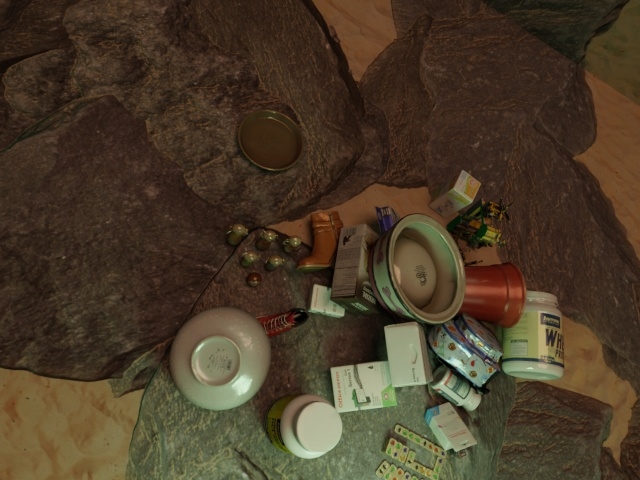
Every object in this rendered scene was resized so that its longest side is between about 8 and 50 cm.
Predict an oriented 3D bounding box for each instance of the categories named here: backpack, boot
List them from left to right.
[{"bbox_3d":[-0.167,0.293,1.703,0.244,0.176,0.088,-15,80,-22],"label":"boot"},{"bbox_3d":[0.000,0.000,1.877,0.283,0.109,0.220,-12,83,-35],"label":"boot"},{"bbox_3d":[0.538,0.400,1.845,0.263,0.276,0.213,29,100,-5],"label":"backpack"}]

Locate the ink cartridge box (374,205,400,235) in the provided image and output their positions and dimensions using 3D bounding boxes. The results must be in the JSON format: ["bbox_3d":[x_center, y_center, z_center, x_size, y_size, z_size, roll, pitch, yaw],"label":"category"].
[{"bbox_3d":[0.296,-0.023,1.969,0.045,0.224,0.223,-17,75,22],"label":"ink cartridge box"}]

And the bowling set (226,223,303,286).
[{"bbox_3d":[-0.205,0.061,1.777,0.286,0.154,0.200,6,71,-18],"label":"bowling set"}]

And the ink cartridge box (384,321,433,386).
[{"bbox_3d":[0.323,0.414,1.771,0.121,0.289,0.211,-11,73,15],"label":"ink cartridge box"}]

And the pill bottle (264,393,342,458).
[{"bbox_3d":[-0.056,0.587,1.557,0.187,0.334,0.188,6,70,-18],"label":"pill bottle"}]

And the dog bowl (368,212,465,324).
[{"bbox_3d":[0.348,0.114,1.806,0.407,0.150,0.408,13,68,-34],"label":"dog bowl"}]

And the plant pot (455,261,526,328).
[{"bbox_3d":[0.638,0.214,1.989,0.264,0.272,0.273,4,71,-9],"label":"plant pot"}]

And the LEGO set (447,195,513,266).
[{"bbox_3d":[0.686,-0.017,2.058,0.192,0.331,0.255,19,47,-15],"label":"LEGO set"}]

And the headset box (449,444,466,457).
[{"bbox_3d":[0.513,0.782,1.850,0.032,0.062,0.083,-11,77,-22],"label":"headset box"}]

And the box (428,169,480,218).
[{"bbox_3d":[0.580,-0.198,2.119,0.103,0.203,0.114,35,64,-6],"label":"box"}]

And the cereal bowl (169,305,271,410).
[{"bbox_3d":[-0.328,0.382,1.582,0.338,0.141,0.339,0,82,-3],"label":"cereal bowl"}]

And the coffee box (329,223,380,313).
[{"bbox_3d":[0.146,0.110,1.836,0.168,0.118,0.297,36,54,-44],"label":"coffee box"}]

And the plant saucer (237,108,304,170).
[{"bbox_3d":[-0.203,-0.406,1.996,0.277,0.041,0.278,6,71,-19],"label":"plant saucer"}]

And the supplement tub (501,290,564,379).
[{"bbox_3d":[0.872,0.392,2.012,0.235,0.235,0.325,14,69,-15],"label":"supplement tub"}]

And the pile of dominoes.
[{"bbox_3d":[0.340,0.814,1.790,0.251,0.040,0.196,30,65,-8],"label":"pile of dominoes"}]

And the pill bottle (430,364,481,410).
[{"bbox_3d":[0.527,0.576,1.898,0.180,0.108,0.108,38,64,-5],"label":"pill bottle"}]

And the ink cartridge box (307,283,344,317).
[{"bbox_3d":[0.023,0.231,1.857,0.135,0.056,0.099,15,68,-15],"label":"ink cartridge box"}]

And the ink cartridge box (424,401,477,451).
[{"bbox_3d":[0.481,0.704,1.813,0.104,0.062,0.181,-9,39,-22],"label":"ink cartridge box"}]

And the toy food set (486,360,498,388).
[{"bbox_3d":[0.651,0.506,1.965,0.071,0.128,0.218,27,68,8],"label":"toy food set"}]

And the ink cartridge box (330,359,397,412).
[{"bbox_3d":[0.150,0.521,1.747,0.219,0.092,0.160,-8,74,1],"label":"ink cartridge box"}]
